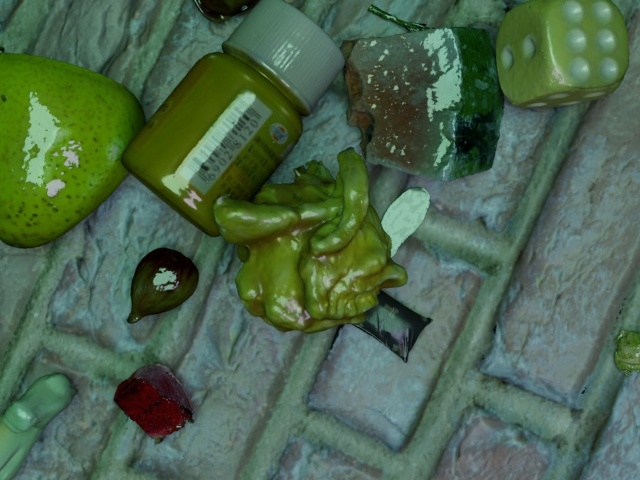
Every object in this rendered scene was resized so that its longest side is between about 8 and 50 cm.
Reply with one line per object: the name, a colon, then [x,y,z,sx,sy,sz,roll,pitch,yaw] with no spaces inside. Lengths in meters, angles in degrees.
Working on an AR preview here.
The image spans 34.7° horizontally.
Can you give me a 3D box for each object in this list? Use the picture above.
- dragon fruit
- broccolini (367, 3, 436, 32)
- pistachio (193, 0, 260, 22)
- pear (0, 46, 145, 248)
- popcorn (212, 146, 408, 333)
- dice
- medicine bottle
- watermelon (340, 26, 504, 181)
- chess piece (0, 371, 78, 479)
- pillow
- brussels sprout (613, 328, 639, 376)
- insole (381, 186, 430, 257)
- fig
dragon fruit: [-0.299,0.274,1.823,0.102,0.096,0.147,-36,118,10]
broccolini: [0.152,-0.400,1.868,0.140,0.030,0.035,29,82,7]
pistachio: [-0.150,-0.487,1.830,0.165,0.130,0.210,32,97,0]
pear: [-0.501,-0.144,1.772,0.342,0.238,0.318,9,79,2]
popcorn: [-0.001,0.005,1.700,0.290,0.321,0.326,45,112,10]
dice: [0.412,-0.324,1.762,0.166,0.169,0.169,-6,88,-21]
medicine bottle: [-0.145,-0.215,1.764,0.224,0.224,0.384,37,84,3]
watermelon: [0.180,-0.236,1.788,0.301,0.151,0.264,0,95,4]
chess piece: [-0.544,0.349,1.776,0.175,0.176,0.298,41,88,3]
pillow: [0.116,0.139,1.829,0.150,0.048,0.090,34,94,5]
brussels sprout: [0.565,0.201,1.812,0.085,0.058,0.085,-2,97,-12]
insole: [0.133,-0.014,1.857,0.065,0.006,0.193,34,89,2]
fig: [-0.288,0.088,1.818,0.109,0.103,0.155,26,79,25]
